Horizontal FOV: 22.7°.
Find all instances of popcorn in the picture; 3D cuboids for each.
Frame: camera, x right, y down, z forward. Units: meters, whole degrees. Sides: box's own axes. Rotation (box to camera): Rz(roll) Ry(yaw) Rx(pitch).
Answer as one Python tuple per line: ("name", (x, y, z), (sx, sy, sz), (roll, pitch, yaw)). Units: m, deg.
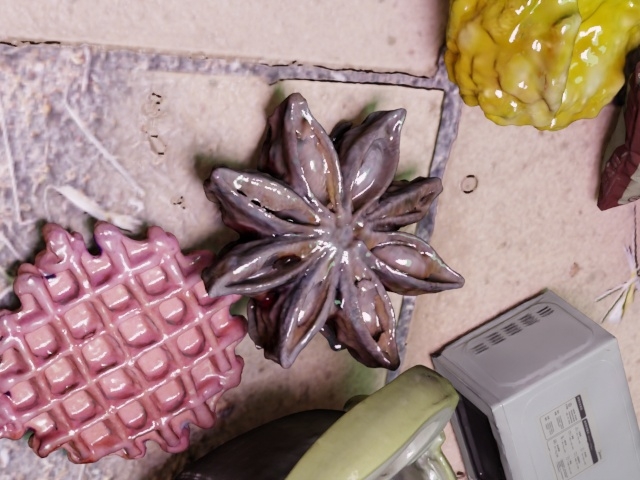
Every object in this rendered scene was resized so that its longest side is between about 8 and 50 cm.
("popcorn", (0.182, -0.187, 1.334), (0.198, 0.156, 0.197), (-20, 118, -41))

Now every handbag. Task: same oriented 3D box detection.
("handbag", (0.341, -0.137, 1.421), (0.213, 0.127, 0.235), (-34, 160, -12))

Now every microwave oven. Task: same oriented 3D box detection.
("microwave oven", (0.214, 0.178, 1.518), (0.162, 0.122, 0.208), (-28, 122, -15))

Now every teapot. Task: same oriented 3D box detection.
("teapot", (-0.003, 0.218, 1.361), (0.239, 0.239, 0.321), (-41, 136, -27))

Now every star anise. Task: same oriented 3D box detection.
("star anise", (0.001, 0.000, 1.334), (0.236, 0.109, 0.223), (4, 79, -26))

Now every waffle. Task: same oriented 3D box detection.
("waffle", (-0.165, 0.091, 1.324), (0.234, 0.055, 0.221), (15, 104, -32))
